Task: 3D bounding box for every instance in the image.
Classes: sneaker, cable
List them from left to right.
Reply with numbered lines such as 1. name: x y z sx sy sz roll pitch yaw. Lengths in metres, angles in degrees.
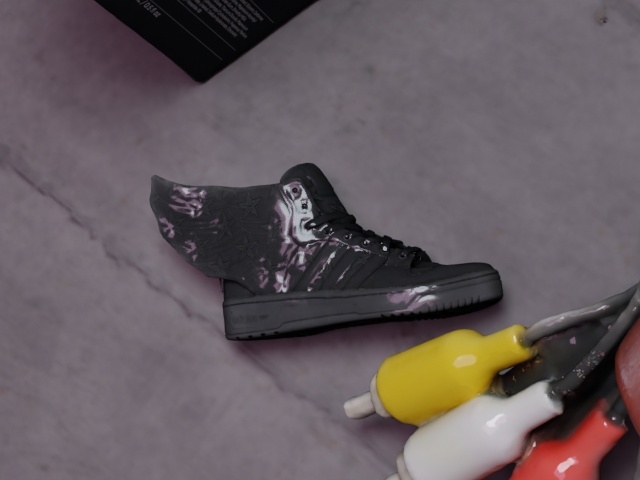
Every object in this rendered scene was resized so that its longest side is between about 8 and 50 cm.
1. sneaker: 0.001 0.000 0.770 0.170 0.051 0.089 -9 81 19
2. cable: 0.125 0.050 0.652 0.139 0.072 0.287 51 133 12

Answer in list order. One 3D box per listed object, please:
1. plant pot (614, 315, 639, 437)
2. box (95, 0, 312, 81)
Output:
1. plant pot: 0.251 0.008 0.480 0.272 0.272 0.265 45 111 20
2. box: -0.050 -0.195 0.713 0.184 0.261 0.103 -32 72 9
